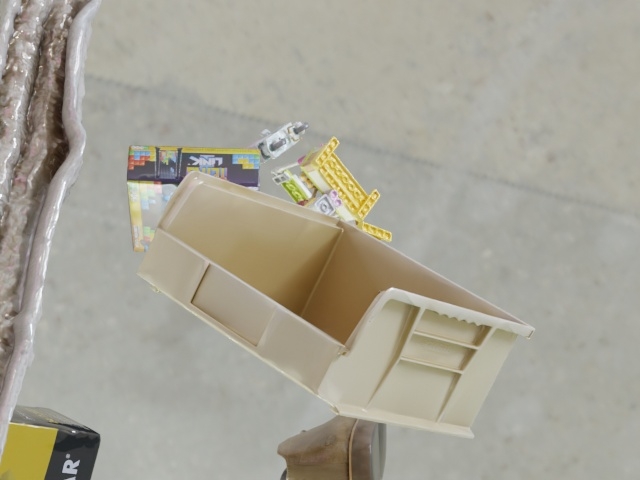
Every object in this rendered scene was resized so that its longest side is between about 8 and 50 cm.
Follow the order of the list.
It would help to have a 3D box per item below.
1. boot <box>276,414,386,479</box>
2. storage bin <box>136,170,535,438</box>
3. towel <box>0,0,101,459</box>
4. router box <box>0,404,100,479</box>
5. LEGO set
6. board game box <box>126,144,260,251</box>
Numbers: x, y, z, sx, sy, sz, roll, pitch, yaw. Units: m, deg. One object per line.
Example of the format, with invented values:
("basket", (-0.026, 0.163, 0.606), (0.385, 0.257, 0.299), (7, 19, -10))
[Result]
("boot", (0.018, 0.228, 2.039), (0.115, 0.305, 0.112), (-3, 93, 8))
("storage bin", (0.009, 0.059, 1.653), (0.260, 0.262, 0.123), (18, 100, -52))
("towel", (-0.149, 0.030, 0.760), (0.049, 0.282, 0.187), (16, 154, -14))
("router box", (-0.300, 0.251, 1.188), (0.243, 0.081, 0.308), (13, 92, -38))
("LEGO set", (0.000, 0.000, 2.074), (0.132, 0.107, 0.287), (-26, 96, -42))
("board game box", (-0.137, -0.041, 1.952), (0.141, 0.048, 0.170), (2, 154, -1))
